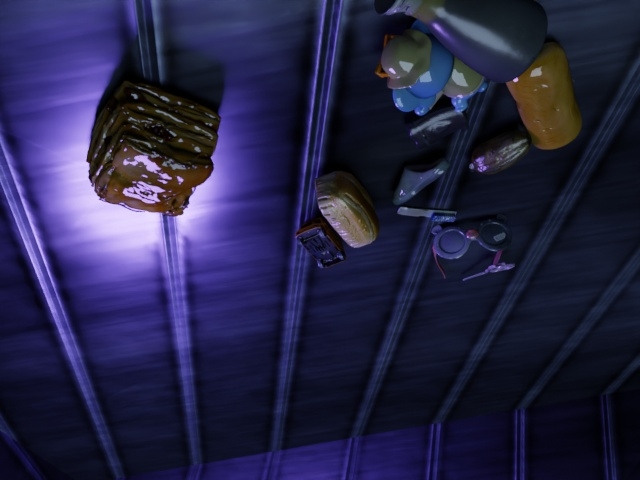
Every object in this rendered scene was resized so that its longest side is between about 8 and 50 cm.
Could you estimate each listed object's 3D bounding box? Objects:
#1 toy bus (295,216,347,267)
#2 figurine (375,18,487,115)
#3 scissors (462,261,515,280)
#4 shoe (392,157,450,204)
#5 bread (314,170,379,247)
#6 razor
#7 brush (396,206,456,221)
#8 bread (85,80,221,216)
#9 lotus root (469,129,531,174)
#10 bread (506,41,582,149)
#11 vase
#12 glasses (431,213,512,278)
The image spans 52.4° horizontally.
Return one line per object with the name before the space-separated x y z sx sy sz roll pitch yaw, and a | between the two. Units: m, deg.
toy bus | 0.000 0.000 1.873 0.083 0.088 0.194 -21 141 16
figurine | 0.243 -0.359 1.419 0.262 0.153 0.180 29 118 -31
scissors | 0.528 0.102 2.076 0.100 0.015 0.189 4 158 -39
shoe | 0.253 -0.172 1.728 0.195 0.079 0.078 -33 100 40
bread | 0.078 -0.086 1.737 0.106 0.139 0.236 -20 140 20
razor | 0.286 -0.287 1.588 0.148 0.054 0.090 -23 139 18
brush | 0.309 -0.074 1.879 0.179 0.030 0.033 4 150 -14
bread | -0.394 -0.185 1.515 0.278 0.167 0.324 16 134 -27
lotus root | 0.460 -0.224 1.666 0.179 0.080 0.089 -26 105 36
bread | 0.540 -0.332 1.550 0.142 0.091 0.305 -19 140 22
vase | 0.270 -0.439 1.268 0.321 0.173 0.173 14 137 -26
glasses | 0.460 0.024 2.020 0.234 0.118 0.268 -11 161 2
